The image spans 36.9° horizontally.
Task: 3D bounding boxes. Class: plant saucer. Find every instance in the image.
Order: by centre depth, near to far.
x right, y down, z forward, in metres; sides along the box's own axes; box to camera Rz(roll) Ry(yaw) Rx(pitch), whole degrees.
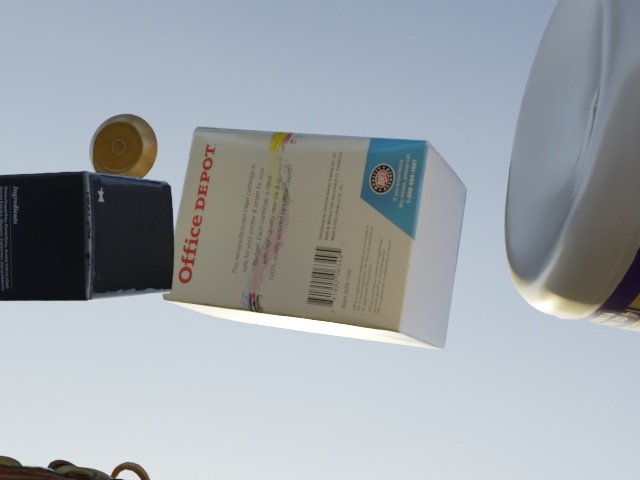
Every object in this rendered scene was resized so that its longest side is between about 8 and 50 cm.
[{"bbox_3d":[-0.224,-0.103,1.075,0.083,0.083,0.015,7,-5,13],"label":"plant saucer"}]

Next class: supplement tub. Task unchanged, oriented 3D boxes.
[{"bbox_3d":[0.308,-0.043,0.618,0.331,0.241,0.241,11,-34,-2],"label":"supplement tub"}]

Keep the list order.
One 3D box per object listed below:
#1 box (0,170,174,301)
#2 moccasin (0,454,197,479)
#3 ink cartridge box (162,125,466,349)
[{"bbox_3d":[-0.257,-0.001,0.860,0.207,0.108,0.153,-1,-1,19],"label":"box"},{"bbox_3d":[-0.149,0.193,0.555,0.380,0.139,0.147,6,7,-14],"label":"moccasin"},{"bbox_3d":[0.000,0.000,1.067,0.270,0.198,0.197,6,-9,22],"label":"ink cartridge box"}]
